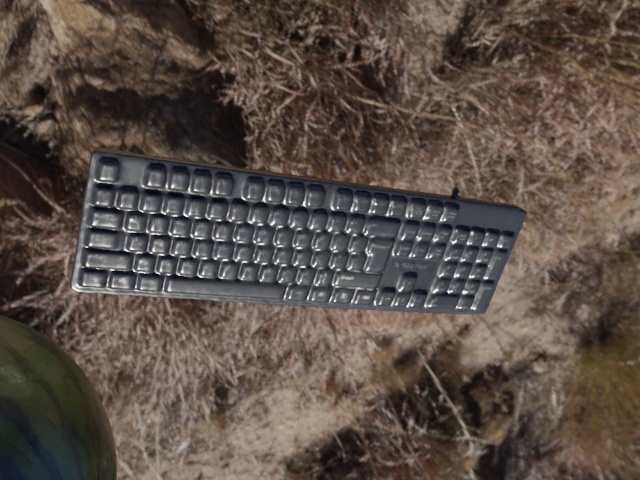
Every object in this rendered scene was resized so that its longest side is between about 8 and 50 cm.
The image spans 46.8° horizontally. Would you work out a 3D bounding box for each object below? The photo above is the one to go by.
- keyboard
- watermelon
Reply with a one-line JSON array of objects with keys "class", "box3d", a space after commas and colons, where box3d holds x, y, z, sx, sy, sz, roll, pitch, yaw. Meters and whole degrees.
[{"class": "keyboard", "box3d": [0.000, 0.000, 0.493, 0.309, 0.018, 0.101, 6, 114, -25]}, {"class": "watermelon", "box3d": [-0.281, 0.219, 0.630, 0.189, 0.331, 0.331, 0, 135, 11]}]
